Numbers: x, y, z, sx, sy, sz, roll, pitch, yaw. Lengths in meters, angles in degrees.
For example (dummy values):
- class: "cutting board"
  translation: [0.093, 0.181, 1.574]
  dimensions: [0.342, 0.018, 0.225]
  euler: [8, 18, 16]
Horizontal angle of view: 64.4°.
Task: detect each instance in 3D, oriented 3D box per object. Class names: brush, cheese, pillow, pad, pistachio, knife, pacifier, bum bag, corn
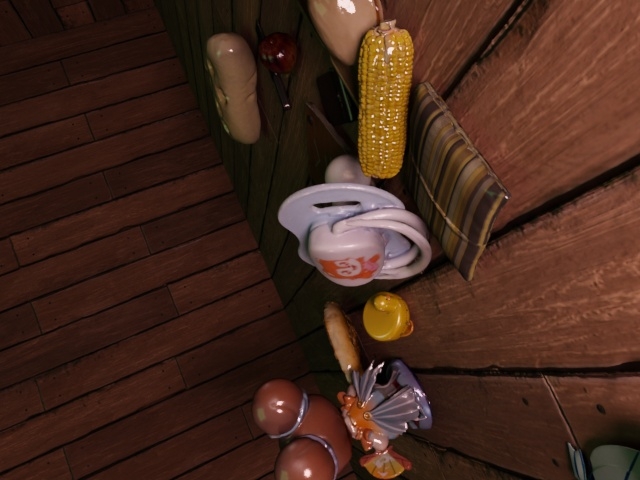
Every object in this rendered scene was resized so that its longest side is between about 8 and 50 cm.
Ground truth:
- class: "brush"
  translation: [0.040, -0.310, 0.849]
  dimensions: [0.283, 0.054, 0.048]
  euler: [64, -176, 20]
- class: "cheese"
  translation: [-0.260, -0.459, 1.580]
  dimensions: [0.351, 0.129, 0.329]
  euler: [-148, 41, -70]
- class: "pillow"
  translation: [0.172, -0.074, 0.697]
  dimensions: [0.208, 0.052, 0.212]
  euler: [89, 159, -57]
- class: "pad"
  translation: [0.041, -0.130, 1.145]
  dimensions: [0.284, 0.018, 0.287]
  euler: [56, 165, 28]
- class: "pistachio"
  translation: [0.041, -0.327, 0.730]
  dimensions: [0.149, 0.113, 0.113]
  euler: [55, 173, -27]
- class: "knife"
  translation: [-0.128, -0.453, 1.339]
  dimensions: [0.072, 0.019, 0.246]
  euler: [161, 90, -80]
- class: "pacifier"
  translation: [0.061, -0.053, 0.902]
  dimensions: [0.299, 0.243, 0.233]
  euler: [65, -160, -59]
- class: "bum bag"
  translation: [0.028, -0.277, 0.989]
  dimensions: [0.109, 0.026, 0.159]
  euler: [71, 166, -12]
- class: "corn"
  translation: [0.091, -0.196, 0.738]
  dimensions: [0.080, 0.080, 0.238]
  euler: [-127, 29, -46]

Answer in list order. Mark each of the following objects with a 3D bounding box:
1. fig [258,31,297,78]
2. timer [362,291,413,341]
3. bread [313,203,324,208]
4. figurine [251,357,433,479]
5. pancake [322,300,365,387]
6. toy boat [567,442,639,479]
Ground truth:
- class: "fig"
  translation: [-0.082, -0.403, 1.138]
  dimensions: [0.089, 0.088, 0.125]
  euler: [60, -170, 28]
- class: "timer"
  translation: [0.133, 0.159, 1.076]
  dimensions: [0.107, 0.109, 0.107]
  euler: [-15, 68, 43]
- class: "bread"
  translation: [0.000, 0.000, 1.478]
  dimensions: [0.267, 0.040, 0.267]
  euler: [159, 90, -76]
- class: "figurine"
  translation: [0.058, 0.425, 1.179]
  dimensions: [0.248, 0.387, 0.277]
  euler: [85, 160, -46]
- class: "pancake"
  translation: [0.092, 0.351, 1.496]
  dimensions: [0.387, 0.081, 0.388]
  euler: [-19, -90, -89]
- class: "toy boat"
  translation: [0.368, 0.295, 0.564]
  dimensions: [0.291, 0.066, 0.221]
  euler: [103, 145, -85]
